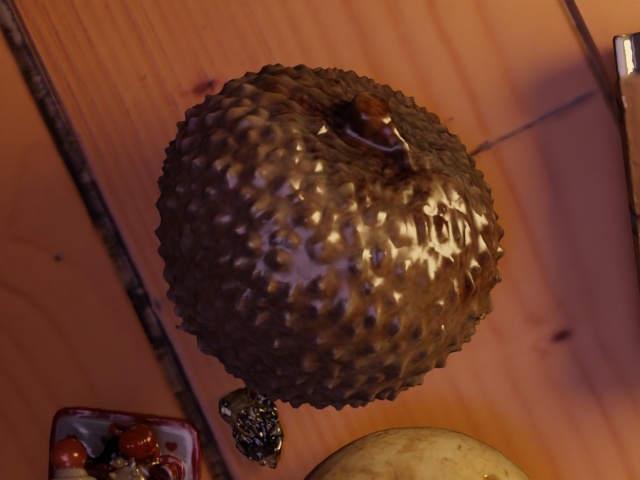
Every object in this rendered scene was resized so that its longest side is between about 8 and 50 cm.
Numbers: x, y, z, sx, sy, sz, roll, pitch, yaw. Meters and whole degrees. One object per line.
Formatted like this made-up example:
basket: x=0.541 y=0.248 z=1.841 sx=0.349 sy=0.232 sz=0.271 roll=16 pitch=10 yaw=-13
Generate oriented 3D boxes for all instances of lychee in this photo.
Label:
lychee: x=0.001 y=-0.005 z=0.987 sx=0.300 sy=0.300 sz=0.299 roll=1 pitch=94 yaw=12

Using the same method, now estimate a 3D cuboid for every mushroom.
mushroom: x=0.102 y=0.266 z=1.041 sx=0.254 sy=0.195 sz=0.189 roll=31 pitch=67 yaw=14

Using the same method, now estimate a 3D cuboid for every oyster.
oyster: x=-0.063 y=0.181 z=1.134 sx=0.054 sy=0.019 sz=0.083 roll=-27 pitch=89 yaw=12

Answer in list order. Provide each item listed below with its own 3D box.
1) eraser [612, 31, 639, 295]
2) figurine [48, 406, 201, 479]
eraser: x=0.345 y=-0.039 z=0.998 sx=0.171 sy=0.087 sz=0.290 roll=-6 pitch=94 yaw=11
figurine: x=-0.221 y=0.268 z=1.069 sx=0.160 sy=0.226 sz=0.183 roll=4 pitch=95 yaw=13
